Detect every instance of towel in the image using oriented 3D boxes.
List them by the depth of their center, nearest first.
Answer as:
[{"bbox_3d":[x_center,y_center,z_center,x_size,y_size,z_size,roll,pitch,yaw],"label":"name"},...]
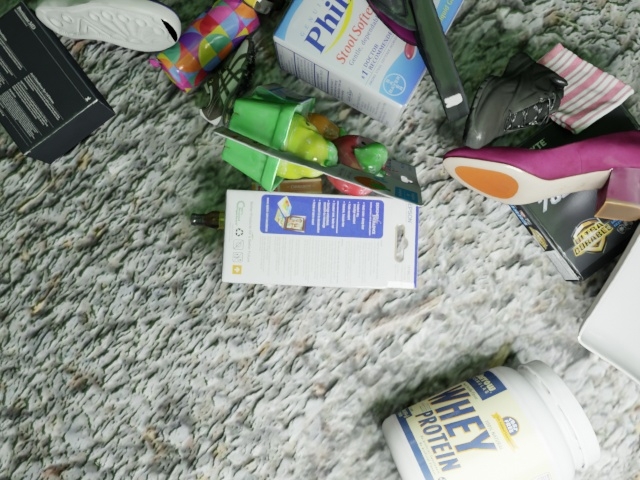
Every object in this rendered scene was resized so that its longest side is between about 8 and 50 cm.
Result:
[{"bbox_3d":[0.500,-0.311,1.040,0.144,0.029,0.197,-37,56,-1],"label":"towel"}]

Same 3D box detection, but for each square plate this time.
[{"bbox_3d":[0.659,0.109,0.989,0.347,0.049,0.344,33,88,-25],"label":"square plate"}]

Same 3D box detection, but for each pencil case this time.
[{"bbox_3d":[-0.238,-0.417,1.065,0.236,0.104,0.104,-41,87,-3],"label":"pencil case"}]

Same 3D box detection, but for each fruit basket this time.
[{"bbox_3d":[0.018,-0.172,0.939,0.352,0.327,0.166,14,110,4],"label":"fruit basket"}]

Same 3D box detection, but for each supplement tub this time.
[{"bbox_3d":[0.302,0.378,0.943,0.324,0.235,0.236,-25,87,-1],"label":"supplement tub"}]

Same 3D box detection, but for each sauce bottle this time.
[{"bbox_3d":[-0.205,-0.043,1.070,0.128,0.042,0.042,3,87,3],"label":"sauce bottle"}]

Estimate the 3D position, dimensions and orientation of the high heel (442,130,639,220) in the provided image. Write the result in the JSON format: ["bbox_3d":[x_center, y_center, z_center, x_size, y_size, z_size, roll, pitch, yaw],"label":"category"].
[{"bbox_3d":[0.431,-0.160,0.985,0.376,0.127,0.182,15,67,4],"label":"high heel"}]

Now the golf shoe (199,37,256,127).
[{"bbox_3d":[-0.194,-0.336,1.069,0.093,0.077,0.198,17,86,2],"label":"golf shoe"}]

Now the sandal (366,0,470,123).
[{"bbox_3d":[0.133,-0.407,0.885,0.106,0.167,0.446,-21,86,16],"label":"sandal"}]

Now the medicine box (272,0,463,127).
[{"bbox_3d":[0.093,-0.422,1.034,0.289,0.149,0.264,29,87,1],"label":"medicine box"}]

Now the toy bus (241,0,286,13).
[{"bbox_3d":[-0.146,-0.561,0.992,0.211,0.220,0.150,30,118,-3],"label":"toy bus"}]

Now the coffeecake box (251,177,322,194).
[{"bbox_3d":[-0.063,-0.028,1.052,0.142,0.068,0.186,-3,87,-1],"label":"coffeecake box"}]

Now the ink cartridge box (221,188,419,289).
[{"bbox_3d":[0.000,0.000,0.986,0.370,0.069,0.176,3,86,0],"label":"ink cartridge box"}]

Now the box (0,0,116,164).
[{"bbox_3d":[-0.587,-0.320,1.060,0.184,0.103,0.261,-38,86,1],"label":"box"}]

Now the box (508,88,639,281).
[{"bbox_3d":[0.544,-0.116,1.052,0.295,0.073,0.293,-35,88,-2],"label":"box"}]

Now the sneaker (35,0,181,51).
[{"bbox_3d":[-0.394,-0.518,1.026,0.322,0.130,0.237,11,70,16],"label":"sneaker"}]

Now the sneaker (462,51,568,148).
[{"bbox_3d":[0.368,-0.256,0.956,0.130,0.109,0.286,33,60,23],"label":"sneaker"}]
